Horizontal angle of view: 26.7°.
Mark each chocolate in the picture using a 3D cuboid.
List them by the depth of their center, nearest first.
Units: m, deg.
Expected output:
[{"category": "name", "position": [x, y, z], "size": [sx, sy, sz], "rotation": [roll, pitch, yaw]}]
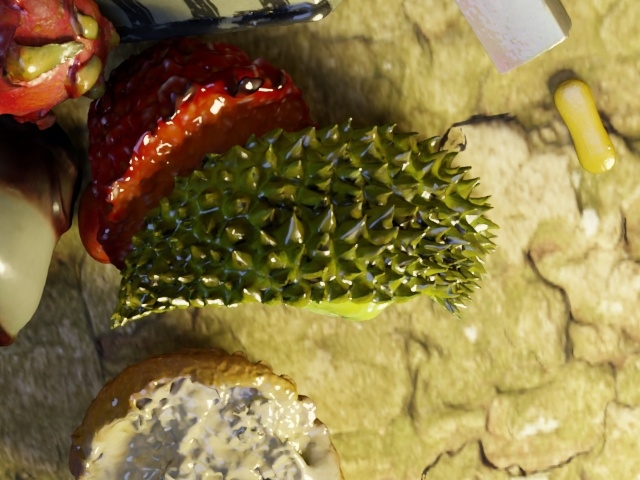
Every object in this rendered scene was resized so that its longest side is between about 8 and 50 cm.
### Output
[{"category": "chocolate", "position": [-0.360, -0.006, 1.211], "size": [0.284, 0.186, 0.283], "rotation": [1, 140, 0]}]

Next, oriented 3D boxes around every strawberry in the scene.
[{"category": "strawberry", "position": [-0.129, -0.093, 1.161], "size": [0.178, 0.234, 0.234], "rotation": [46, 122, 31]}]

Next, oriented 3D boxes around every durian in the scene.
[{"category": "durian", "position": [0.008, -0.003, 1.136], "size": [0.169, 0.356, 0.157], "rotation": [-39, 56, 55]}]

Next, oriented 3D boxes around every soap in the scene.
[{"category": "soap", "position": [0.228, -0.098, 1.166], "size": [0.034, 0.012, 0.089], "rotation": [-19, 107, 22]}]

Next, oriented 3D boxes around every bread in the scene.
[{"category": "bread", "position": [-0.104, 0.216, 1.317], "size": [0.274, 0.149, 0.274], "rotation": [3, 113, 7]}]

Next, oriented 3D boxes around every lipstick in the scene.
[{"category": "lipstick", "position": [0.095, -0.288, 1.086], "size": [0.068, 0.066, 0.317], "rotation": [-28, 104, 23]}]

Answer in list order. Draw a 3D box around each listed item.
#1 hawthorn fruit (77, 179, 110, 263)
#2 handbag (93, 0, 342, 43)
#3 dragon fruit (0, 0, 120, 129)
[{"category": "hawthorn fruit", "position": [-0.192, -0.028, 1.277], "size": [0.081, 0.081, 0.093], "rotation": [-17, 79, 21]}, {"category": "handbag", "position": [-0.170, -0.313, 1.080], "size": [0.327, 0.162, 0.325], "rotation": [-10, 121, 19]}, {"category": "dragon fruit", "position": [-0.264, -0.154, 1.064], "size": [0.150, 0.208, 0.133], "rotation": [50, 137, 40]}]
